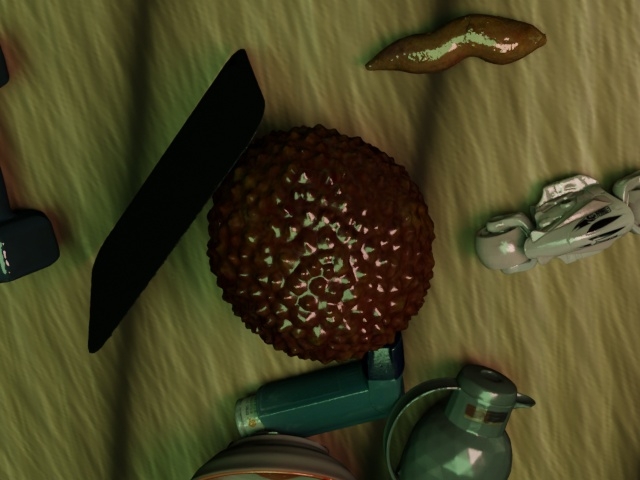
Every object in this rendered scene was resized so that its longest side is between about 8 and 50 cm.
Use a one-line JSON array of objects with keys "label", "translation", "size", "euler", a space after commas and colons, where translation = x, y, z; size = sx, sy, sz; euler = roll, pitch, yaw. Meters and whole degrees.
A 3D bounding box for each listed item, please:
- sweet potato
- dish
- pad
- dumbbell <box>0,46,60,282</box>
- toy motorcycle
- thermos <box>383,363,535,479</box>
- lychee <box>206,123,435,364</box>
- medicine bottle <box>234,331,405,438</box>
[{"label": "sweet potato", "translation": [0.160, -0.236, 1.044], "size": [0.218, 0.051, 0.065], "euler": [-6, 109, 8]}, {"label": "dish", "translation": [-0.060, 0.326, 1.196], "size": [0.260, 0.085, 0.260], "euler": [2, 145, 1]}, {"label": "pad", "translation": [-0.158, -0.024, 1.035], "size": [0.063, 0.315, 0.375], "euler": [29, 112, -25]}, {"label": "dumbbell", "translation": [-0.445, -0.103, 1.113], "size": [0.143, 0.156, 0.316], "euler": [2, 110, 38]}, {"label": "toy motorcycle", "translation": [0.315, -0.018, 1.064], "size": [0.254, 0.112, 0.112], "euler": [-18, 104, 11]}, {"label": "thermos", "translation": [0.163, 0.300, 1.163], "size": [0.182, 0.145, 0.287], "euler": [13, 107, -11]}, {"label": "lychee", "translation": [0.000, 0.000, 1.030], "size": [0.275, 0.304, 0.276], "euler": [-2, 145, -2]}, {"label": "medicine bottle", "translation": [0.005, 0.203, 1.185], "size": [0.258, 0.079, 0.124], "euler": [-19, 114, 13]}]
